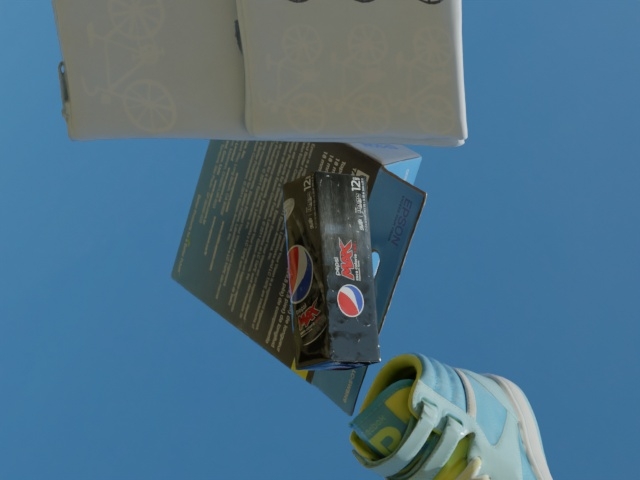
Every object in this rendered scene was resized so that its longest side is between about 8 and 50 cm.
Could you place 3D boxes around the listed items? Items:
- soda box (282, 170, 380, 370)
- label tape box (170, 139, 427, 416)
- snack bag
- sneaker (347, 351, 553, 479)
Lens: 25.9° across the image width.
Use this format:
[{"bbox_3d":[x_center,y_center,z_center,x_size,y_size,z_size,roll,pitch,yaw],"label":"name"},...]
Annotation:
[{"bbox_3d":[0.009,0.027,1.214,0.053,0.060,0.168,-21,-111,52],"label":"soda box"},{"bbox_3d":[0.000,0.000,1.451,0.334,0.106,0.240,34,-68,44],"label":"label tape box"},{"bbox_3d":[-0.064,-0.217,1.044,0.343,0.323,0.037,2,-151,14],"label":"snack bag"},{"bbox_3d":[0.123,0.236,1.253,0.127,0.208,0.319,-46,-139,24],"label":"sneaker"}]
